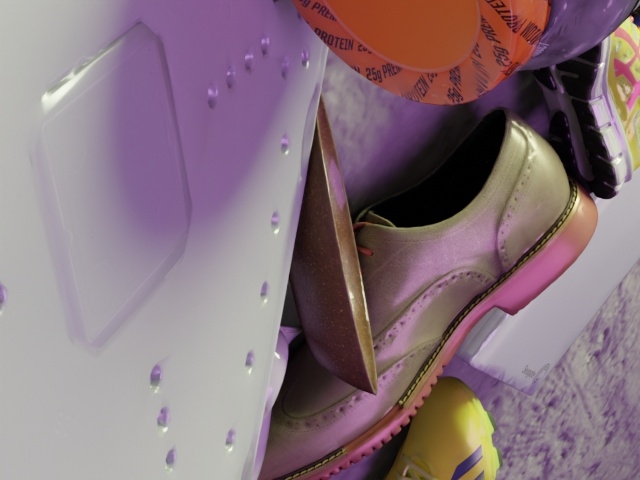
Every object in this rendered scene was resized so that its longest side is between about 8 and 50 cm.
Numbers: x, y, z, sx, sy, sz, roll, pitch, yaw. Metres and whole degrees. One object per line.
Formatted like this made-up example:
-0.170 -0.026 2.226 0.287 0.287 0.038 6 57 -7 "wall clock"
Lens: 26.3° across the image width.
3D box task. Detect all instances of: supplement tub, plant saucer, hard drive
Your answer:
0.127 -0.218 0.699 0.316 0.193 0.193 -43 147 -28 "supplement tub"
0.000 0.000 0.842 0.036 0.198 0.198 -10 142 3 "plant saucer"
0.251 -0.027 1.180 0.353 0.047 0.233 -52 156 3 "hard drive"

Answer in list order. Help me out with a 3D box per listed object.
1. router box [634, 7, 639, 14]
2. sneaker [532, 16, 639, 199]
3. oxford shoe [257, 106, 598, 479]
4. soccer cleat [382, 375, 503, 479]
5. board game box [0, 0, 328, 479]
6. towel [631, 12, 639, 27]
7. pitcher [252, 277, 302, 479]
0.268 -0.231 1.012 0.092 0.038 0.122 -16 122 -40 "router box"
0.206 -0.137 0.995 0.094 0.081 0.208 -35 131 -22 "sneaker"
0.037 0.043 0.993 0.348 0.123 0.130 -44 120 -8 "oxford shoe"
0.080 0.250 1.237 0.121 0.093 0.289 -13 132 -34 "soccer cleat"
-0.102 -0.025 0.567 0.390 0.050 0.390 43 54 -64 "board game box"
0.226 -0.142 1.079 0.119 0.029 0.067 -41 146 -15 "towel"
-0.082 0.116 0.843 0.125 0.178 0.207 25 104 -15 "pitcher"
